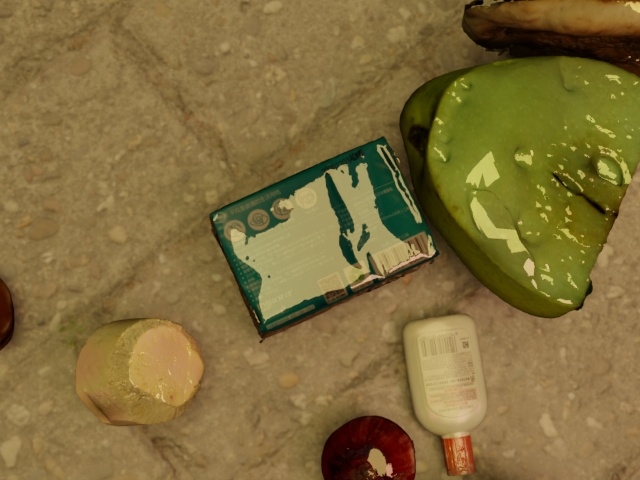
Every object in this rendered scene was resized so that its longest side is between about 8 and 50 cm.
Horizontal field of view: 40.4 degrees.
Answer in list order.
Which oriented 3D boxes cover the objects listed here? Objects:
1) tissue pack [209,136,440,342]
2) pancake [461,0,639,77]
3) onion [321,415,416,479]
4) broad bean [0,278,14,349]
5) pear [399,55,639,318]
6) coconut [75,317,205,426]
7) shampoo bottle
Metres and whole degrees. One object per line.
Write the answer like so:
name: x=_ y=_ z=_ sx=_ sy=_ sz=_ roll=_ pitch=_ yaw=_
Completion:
tissue pack: x=0.000 y=0.000 z=1.209 sx=0.271 sy=0.134 sz=0.192 roll=-23 pitch=82 yaw=-5
pancake: x=0.370 y=-0.273 z=1.153 sx=0.382 sy=0.382 sz=0.071 roll=7 pitch=94 yaw=-1
onion: x=0.068 y=0.301 z=1.172 sx=0.131 sy=0.131 sz=0.131 roll=0 pitch=81 yaw=-2
broad bean: x=-0.495 y=0.084 z=1.204 sx=0.165 sy=0.084 sz=0.114 roll=31 pitch=47 yaw=4
pear: x=0.247 y=-0.098 z=1.172 sx=0.318 sy=0.238 sz=0.342 roll=29 pitch=74 yaw=-2
coconut: x=-0.248 y=0.175 z=1.172 sx=0.147 sy=0.153 sz=0.147 roll=10 pitch=76 yaw=-42
shampoo bottle: x=0.181 y=0.217 z=1.224 sx=0.108 sy=0.051 sz=0.220 roll=-7 pitch=82 yaw=-4
